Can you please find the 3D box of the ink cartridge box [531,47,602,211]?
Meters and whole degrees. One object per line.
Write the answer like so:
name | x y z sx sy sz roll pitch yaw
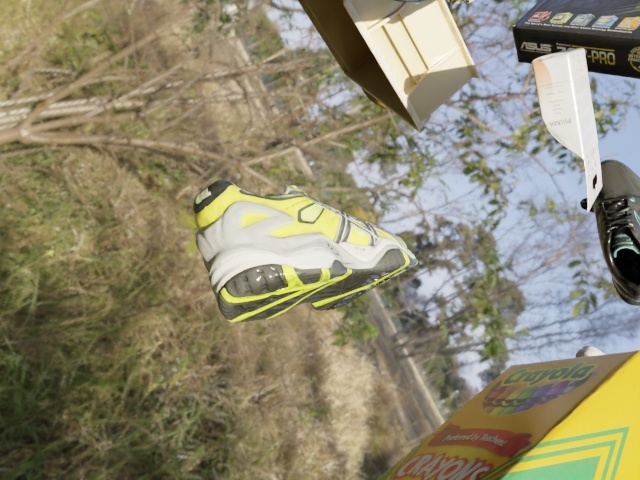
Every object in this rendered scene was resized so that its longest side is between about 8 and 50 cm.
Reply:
ink cartridge box | 0.299 -0.135 0.768 0.145 0.045 0.179 -31 113 -57

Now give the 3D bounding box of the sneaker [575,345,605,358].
sneaker | 0.529 0.324 1.250 0.090 0.115 0.232 153 -73 -69

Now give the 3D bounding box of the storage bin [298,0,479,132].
storage bin | 0.077 -0.337 0.961 0.260 0.123 0.262 48 4 -40

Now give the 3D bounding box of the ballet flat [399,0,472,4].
ballet flat | 0.140 -0.291 0.701 0.074 0.203 0.074 27 -54 42

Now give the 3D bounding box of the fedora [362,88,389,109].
fedora | 0.165 -0.338 1.210 0.079 0.194 0.194 -7 68 -62

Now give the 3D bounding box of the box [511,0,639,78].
box | 0.612 -0.424 1.181 0.395 0.318 0.097 27 -28 46

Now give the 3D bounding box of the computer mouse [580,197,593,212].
computer mouse | 0.625 -0.096 1.254 0.071 0.242 0.041 -111 -168 -50

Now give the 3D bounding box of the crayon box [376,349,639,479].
crayon box | 0.174 0.197 0.577 0.081 0.319 0.202 56 -22 4

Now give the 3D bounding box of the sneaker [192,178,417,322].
sneaker | 0.000 0.000 0.793 0.385 0.145 0.147 8 52 -62

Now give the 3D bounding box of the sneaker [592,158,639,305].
sneaker | 0.533 -0.023 1.118 0.106 0.101 0.267 17 60 -57
